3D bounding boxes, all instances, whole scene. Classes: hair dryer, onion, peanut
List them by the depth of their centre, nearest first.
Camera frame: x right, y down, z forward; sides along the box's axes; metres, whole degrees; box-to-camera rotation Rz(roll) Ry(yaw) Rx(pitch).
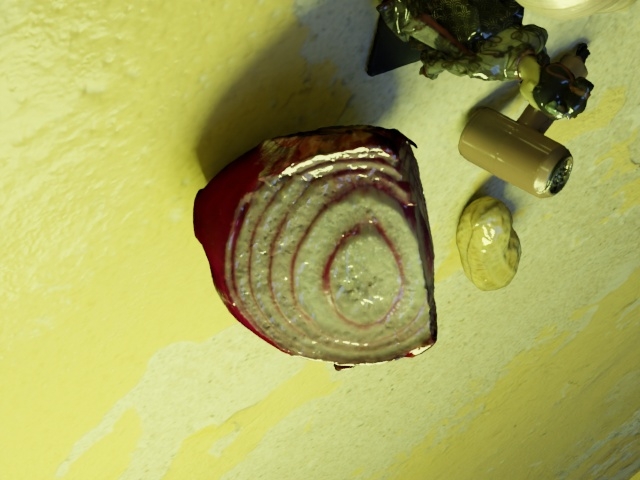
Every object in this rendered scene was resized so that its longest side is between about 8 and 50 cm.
[{"bbox_3d":[-0.001,-0.001,1.074,0.206,0.216,0.207,-7,-169,6],"label":"onion"},{"bbox_3d":[0.244,-0.139,1.248,0.182,0.117,0.064,-53,152,-12],"label":"hair dryer"},{"bbox_3d":[0.209,0.002,1.431,0.080,0.080,0.174,-33,149,-8],"label":"peanut"}]

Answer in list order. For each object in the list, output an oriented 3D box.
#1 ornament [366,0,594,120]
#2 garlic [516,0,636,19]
[{"bbox_3d":[0.158,-0.159,1.007,0.166,0.196,0.153,-22,147,-24],"label":"ornament"},{"bbox_3d":[0.235,-0.273,0.846,0.245,0.253,0.245,-16,121,-30],"label":"garlic"}]
